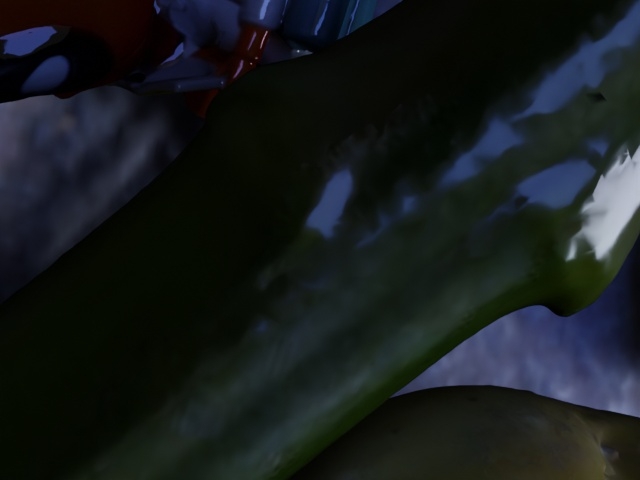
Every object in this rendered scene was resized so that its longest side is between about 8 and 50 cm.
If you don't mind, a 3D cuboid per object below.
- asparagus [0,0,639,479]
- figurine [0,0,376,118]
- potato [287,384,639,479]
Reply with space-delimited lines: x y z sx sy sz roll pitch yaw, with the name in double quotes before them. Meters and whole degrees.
"asparagus" 0.001 0.001 0.348 0.343 0.082 0.085 -39 132 -1
"figurine" -0.048 -0.062 0.372 0.140 0.068 0.075 15 88 -36
"potato" 0.089 0.146 0.441 0.300 0.140 0.173 35 82 -25
